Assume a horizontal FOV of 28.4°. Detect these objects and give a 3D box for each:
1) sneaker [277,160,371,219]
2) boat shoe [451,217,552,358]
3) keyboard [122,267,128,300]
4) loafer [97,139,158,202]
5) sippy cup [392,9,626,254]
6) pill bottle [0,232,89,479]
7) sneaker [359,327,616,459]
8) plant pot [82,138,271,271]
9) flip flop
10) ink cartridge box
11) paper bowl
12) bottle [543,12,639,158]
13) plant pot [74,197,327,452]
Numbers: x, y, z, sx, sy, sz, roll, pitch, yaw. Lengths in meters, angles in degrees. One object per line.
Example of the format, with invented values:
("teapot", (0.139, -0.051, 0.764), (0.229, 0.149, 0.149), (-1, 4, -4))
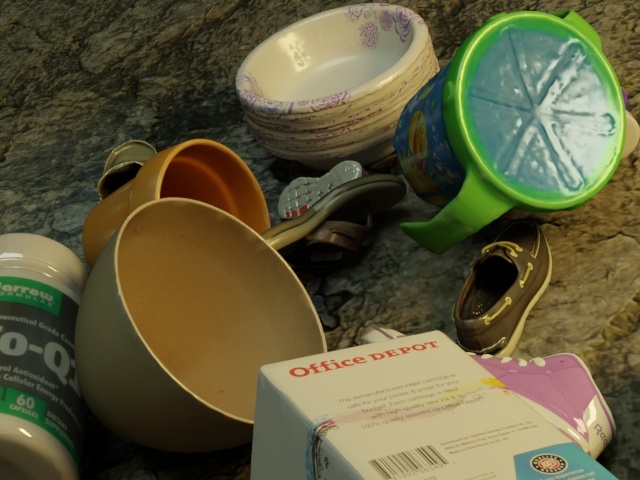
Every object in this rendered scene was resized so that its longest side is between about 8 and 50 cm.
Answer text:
("sneaker", (0.011, -0.056, 1.702), (0.158, 0.065, 0.061), (-18, 59, 39))
("boat shoe", (0.208, 0.044, 1.441), (0.081, 0.068, 0.227), (-1, 40, 28))
("keyboard", (-0.253, 0.077, 1.536), (0.038, 0.192, 0.100), (2, 36, -10))
("loafer", (-0.272, -0.081, 1.841), (0.102, 0.092, 0.268), (-20, 35, 2))
("sippy cup", (0.207, -0.132, 1.524), (0.305, 0.240, 0.224), (-19, -1, -26))
("pill bottle", (-0.366, 0.162, 1.466), (0.204, 0.204, 0.361), (-17, 36, 7))
("sneaker", (0.176, 0.152, 1.299), (0.161, 0.102, 0.282), (-34, 47, -23))
("plant pot", (-0.200, -0.010, 1.639), (0.188, 0.205, 0.205), (-15, 32, 38))
("flip flop", (0.000, 0.000, 1.592), (0.277, 0.112, 0.080), (-29, 76, -31))
("ink cartridge box", (0.084, 0.234, 1.090), (0.198, 0.197, 0.270), (-9, 28, -26))
("paper bowl", (0.033, -0.209, 1.805), (0.284, 0.148, 0.284), (-15, 35, 11))
("bottle", (0.332, -0.198, 1.659), (0.092, 0.118, 0.283), (-18, 34, -1))
("plant pot", (-0.161, 0.122, 1.396), (0.191, 0.284, 0.284), (-40, 24, 31))
